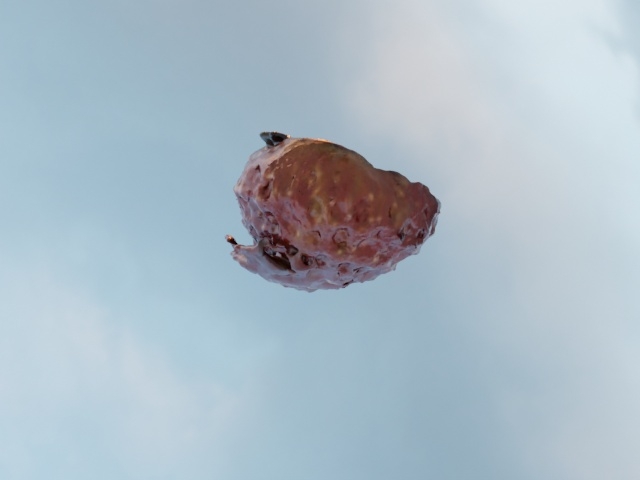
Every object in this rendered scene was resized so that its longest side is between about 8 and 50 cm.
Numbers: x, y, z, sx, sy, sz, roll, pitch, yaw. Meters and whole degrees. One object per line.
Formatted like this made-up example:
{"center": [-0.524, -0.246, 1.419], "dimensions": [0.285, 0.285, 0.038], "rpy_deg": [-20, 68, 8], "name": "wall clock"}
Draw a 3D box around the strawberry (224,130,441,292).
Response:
{"center": [0.000, 0.000, 0.711], "dimensions": [0.121, 0.188, 0.082], "rpy_deg": [19, -107, -4], "name": "strawberry"}
